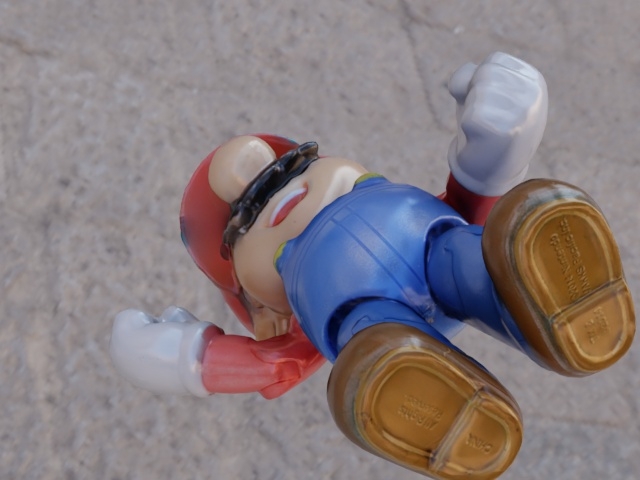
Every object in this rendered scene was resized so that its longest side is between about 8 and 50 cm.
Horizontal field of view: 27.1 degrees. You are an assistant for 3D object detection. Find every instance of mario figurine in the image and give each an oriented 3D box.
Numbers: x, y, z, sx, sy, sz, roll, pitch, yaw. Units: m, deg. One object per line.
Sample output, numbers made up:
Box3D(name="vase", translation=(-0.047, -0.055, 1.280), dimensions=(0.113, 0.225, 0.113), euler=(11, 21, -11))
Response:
Box3D(name="mario figurine", translation=(0.000, 0.000, 0.644), dimensions=(0.198, 0.320, 0.170), euler=(-8, 101, -19))
